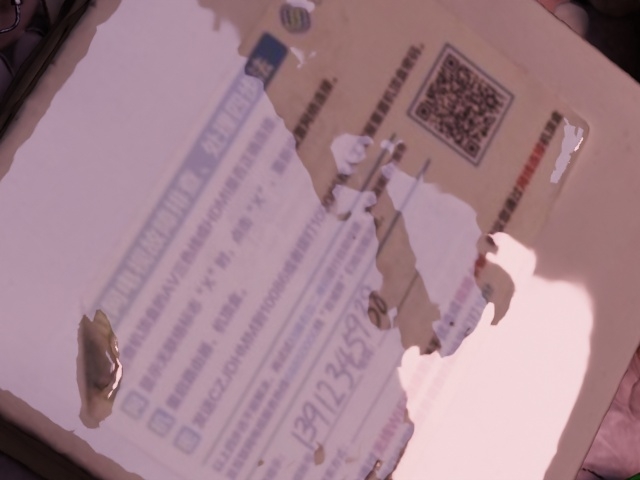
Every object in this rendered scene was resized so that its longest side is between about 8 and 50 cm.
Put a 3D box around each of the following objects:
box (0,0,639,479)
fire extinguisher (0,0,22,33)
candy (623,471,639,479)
[{"bbox_3d":[0.000,-0.001,1.002,0.396,0.111,0.396,37,68,-17],"label":"box"},{"bbox_3d":[-0.205,-0.127,0.969,0.100,0.032,0.046,-6,71,-28],"label":"fire extinguisher"},{"bbox_3d":[0.137,0.216,1.098,0.323,0.097,0.097,-13,86,-28],"label":"candy"}]
